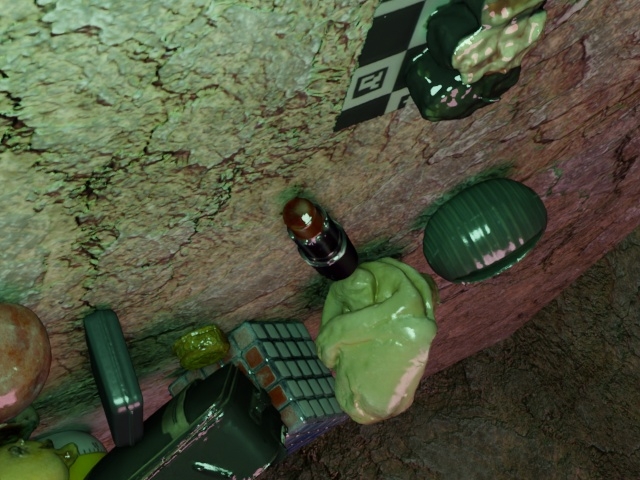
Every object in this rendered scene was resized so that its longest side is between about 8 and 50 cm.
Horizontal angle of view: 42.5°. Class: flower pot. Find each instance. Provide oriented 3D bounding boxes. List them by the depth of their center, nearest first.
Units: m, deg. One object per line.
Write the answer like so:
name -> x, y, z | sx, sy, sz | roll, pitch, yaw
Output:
flower pot -> 0.310, -0.018, 1.568 | 0.243, 0.157, 0.189 | -32, 162, 3

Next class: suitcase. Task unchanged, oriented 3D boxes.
suitcase -> -0.256, 0.400, 1.400 | 0.434, 0.194, 0.283 | -40, -175, 3

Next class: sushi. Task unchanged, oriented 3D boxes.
sushi -> 0.198, -0.234, 0.943 | 0.296, 0.100, 0.373 | -22, 160, -22

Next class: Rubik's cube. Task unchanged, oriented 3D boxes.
Rubik's cube -> -0.116, 0.316, 1.662 | 0.237, 0.238, 0.237 | -38, 162, 19

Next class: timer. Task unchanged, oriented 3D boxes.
timer -> -0.503, 0.534, 1.588 | 0.285, 0.285, 0.285 | -27, 161, -10

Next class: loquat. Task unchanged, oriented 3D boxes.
loquat -> -0.475, 0.394, 1.313 | 0.204, 0.149, 0.172 | -42, 161, -18

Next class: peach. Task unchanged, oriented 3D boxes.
peach -> -0.397, 0.148, 0.964 | 0.152, 0.152, 0.152 | -27, 161, -10

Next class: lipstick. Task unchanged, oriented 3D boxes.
lipstick -> 0.000, 0.000, 1.273 | 0.081, 0.081, 0.300 | -31, 162, 3

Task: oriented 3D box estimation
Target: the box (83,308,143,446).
box -> -0.307, 0.212, 1.231 | 0.050, 0.160, 0.230 | -16, 158, -19

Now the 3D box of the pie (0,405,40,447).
pie -> -0.564, 0.327, 1.309 | 0.240, 0.054, 0.240 | -29, 163, -10

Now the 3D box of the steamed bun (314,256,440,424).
steamed bun -> 0.107, 0.196, 1.630 | 0.230, 0.325, 0.372 | 13, 176, 5

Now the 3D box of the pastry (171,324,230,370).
pastry -> -0.214, 0.194, 1.483 | 0.097, 0.057, 0.109 | -14, 154, -36
